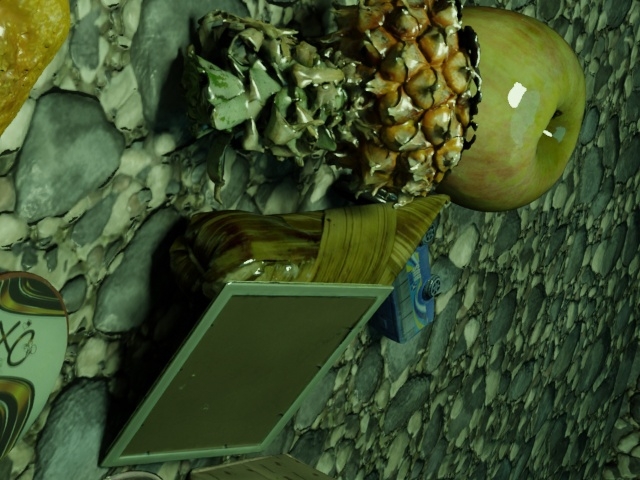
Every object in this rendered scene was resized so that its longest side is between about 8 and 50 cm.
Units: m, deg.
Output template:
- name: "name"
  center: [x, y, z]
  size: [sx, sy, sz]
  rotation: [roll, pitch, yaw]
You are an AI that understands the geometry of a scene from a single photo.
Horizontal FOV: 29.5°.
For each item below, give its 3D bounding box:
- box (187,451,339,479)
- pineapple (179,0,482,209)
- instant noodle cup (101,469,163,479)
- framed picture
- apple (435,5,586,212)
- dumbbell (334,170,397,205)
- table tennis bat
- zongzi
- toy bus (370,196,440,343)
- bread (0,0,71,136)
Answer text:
- name: "box"
  center: [-0.071, 0.439, 1.510]
  size: [0.225, 0.190, 0.297]
  rotation: [5, 106, -60]
- name: "pineapple"
  center: [-0.016, -0.154, 1.238]
  size: [0.271, 0.262, 0.263]
  rotation: [-5, 115, -32]
- name: "instant noodle cup"
  center: [-0.199, 0.328, 1.308]
  size: [0.127, 0.127, 0.136]
  rotation: [-33, 125, -46]
- name: "framed picture"
  center: [-0.081, 0.141, 1.299]
  size: [0.232, 0.019, 0.296]
  rotation: [4, 133, -43]
- name: "apple"
  center: [0.196, -0.167, 1.518]
  size: [0.257, 0.234, 0.257]
  rotation: [-39, 139, -45]
- name: "dumbbell"
  center: [0.046, -0.013, 1.504]
  size: [0.208, 0.099, 0.099]
  rotation: [-65, 150, -4]
- name: "table tennis bat"
  center: [-0.325, 0.163, 1.083]
  size: [0.301, 0.022, 0.173]
  rotation: [-61, 149, -18]
- name: "zongzi"
  center: [0.000, 0.000, 1.330]
  size: [0.288, 0.134, 0.286]
  rotation: [-40, 148, 3]
- name: "toy bus"
  center: [0.105, 0.036, 1.653]
  size: [0.094, 0.079, 0.236]
  rotation: [-47, 144, -31]
- name: "bread"
  center: [-0.303, -0.142, 0.794]
  size: [0.337, 0.148, 0.328]
  rotation: [-56, 148, -21]
